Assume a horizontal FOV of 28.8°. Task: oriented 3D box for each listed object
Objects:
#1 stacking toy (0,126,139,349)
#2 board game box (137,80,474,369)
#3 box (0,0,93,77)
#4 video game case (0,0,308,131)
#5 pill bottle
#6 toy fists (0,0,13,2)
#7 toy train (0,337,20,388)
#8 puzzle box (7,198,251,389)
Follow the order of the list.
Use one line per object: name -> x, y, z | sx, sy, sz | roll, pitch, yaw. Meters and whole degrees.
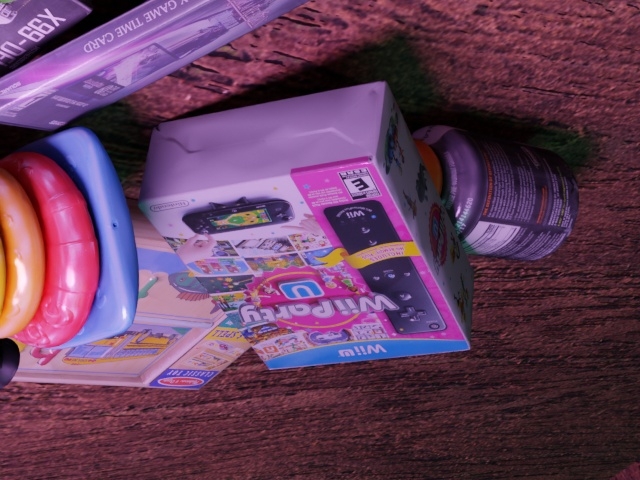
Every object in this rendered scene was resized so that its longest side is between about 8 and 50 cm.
stacking toy -> -0.305, 0.021, 0.948 | 0.301, 0.175, 0.165 | -12, 178, -45
board game box -> 0.000, 0.000, 1.173 | 0.224, 0.098, 0.303 | -8, 144, 20
box -> -0.343, -0.137, 0.820 | 0.307, 0.077, 0.242 | -34, 152, 20
video game case -> -0.107, -0.156, 0.930 | 0.274, 0.026, 0.196 | -26, -179, 4
pill bottle -> 0.153, -0.050, 1.312 | 0.245, 0.130, 0.130 | 7, 140, -45
toy fists -> -0.186, -0.215, 0.660 | 0.142, 0.096, 0.279 | 8, 123, -54
toy train -> -0.421, 0.075, 1.059 | 0.190, 0.142, 0.334 | -29, 144, 23
puzzle box -> -0.203, 0.066, 1.327 | 0.408, 0.052, 0.272 | 10, 139, -48
